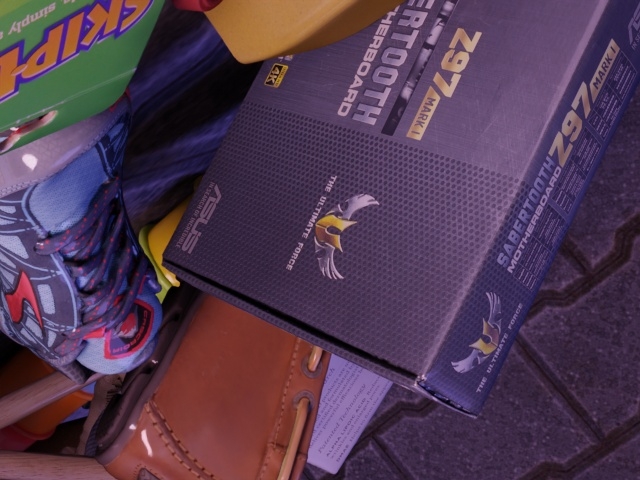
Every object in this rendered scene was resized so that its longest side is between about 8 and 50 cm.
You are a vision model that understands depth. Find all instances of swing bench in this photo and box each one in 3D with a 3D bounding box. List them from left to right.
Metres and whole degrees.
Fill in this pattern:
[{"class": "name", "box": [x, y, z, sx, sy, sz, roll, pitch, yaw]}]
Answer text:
[{"class": "swing bench", "box": [-0.204, 0.193, 0.839, 0.254, 0.165, 0.253, -7, 147, -29]}]

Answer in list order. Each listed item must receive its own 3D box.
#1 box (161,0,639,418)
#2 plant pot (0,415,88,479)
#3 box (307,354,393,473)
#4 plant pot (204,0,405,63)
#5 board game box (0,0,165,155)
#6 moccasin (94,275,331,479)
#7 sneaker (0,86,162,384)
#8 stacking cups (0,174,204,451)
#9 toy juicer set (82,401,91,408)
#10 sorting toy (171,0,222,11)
[{"class": "box", "box": [0.044, -0.055, 0.552, 0.059, 0.183, 0.233, 33, 82, -47]}, {"class": "plant pot", "box": [-0.252, 0.279, 1.105, 0.254, 0.237, 0.237, -36, 175, 20]}, {"class": "box", "box": [-0.027, 0.067, 0.965, 0.182, 0.181, 0.119, -57, 140, -4]}, {"class": "plant pot", "box": [-0.012, -0.126, 0.523, 0.083, 0.081, 0.081, -36, 176, 30]}, {"class": "board game box", "box": [-0.077, -0.112, 0.341, 0.124, 0.039, 0.259, -33, 163, -42]}, {"class": "moccasin", "box": [0.001, -0.001, 0.719, 0.139, 0.147, 0.380, -41, -157, 57]}, {"class": "sneaker", "box": [-0.117, 0.002, 0.577, 0.104, 0.125, 0.262, -37, 173, -22]}, {"class": "stacking cups", "box": [-0.176, 0.081, 0.935, 0.316, 0.096, 0.096, -41, 173, 18]}, {"class": "toy juicer set", "box": [-0.202, 0.126, 1.098, 0.329, 0.089, 0.209, -42, 173, 27]}, {"class": "sorting toy", "box": [-0.054, -0.131, 0.445, 0.061, 0.042, 0.102, -53, 169, -31]}]
